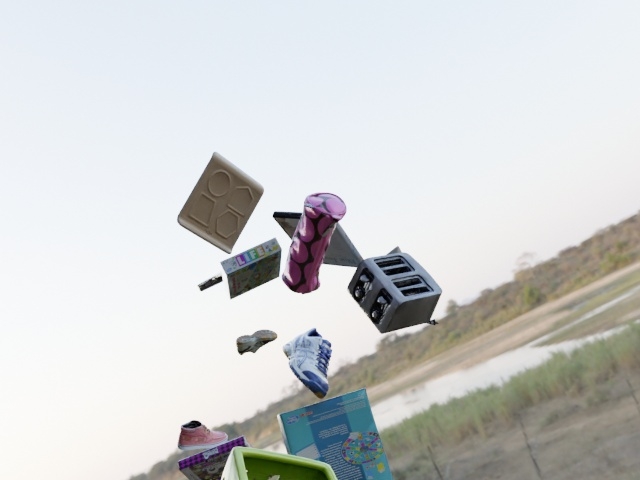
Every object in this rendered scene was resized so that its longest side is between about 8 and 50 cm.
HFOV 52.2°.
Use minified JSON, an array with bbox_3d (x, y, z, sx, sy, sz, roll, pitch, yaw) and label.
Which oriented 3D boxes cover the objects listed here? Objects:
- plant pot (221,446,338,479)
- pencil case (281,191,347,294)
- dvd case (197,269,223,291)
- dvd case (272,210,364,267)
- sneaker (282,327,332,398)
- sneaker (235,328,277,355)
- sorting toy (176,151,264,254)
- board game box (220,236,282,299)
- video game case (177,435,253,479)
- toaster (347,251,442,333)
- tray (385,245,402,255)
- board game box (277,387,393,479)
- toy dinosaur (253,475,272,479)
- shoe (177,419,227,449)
[{"bbox_3d":[-0.085,0.552,1.214,0.227,0.228,0.207,21,-74,-26],"label":"plant pot"},{"bbox_3d":[-0.015,0.011,1.296,0.095,0.098,0.209,-6,-52,-33],"label":"pencil case"},{"bbox_3d":[-0.269,0.087,2.036,0.179,0.030,0.238,-34,6,-34],"label":"dvd case"},{"bbox_3d":[0.000,0.000,1.761,0.180,0.022,0.253,4,-29,29],"label":"dvd case"},{"bbox_3d":[-0.021,0.340,1.894,0.131,0.112,0.296,-39,25,-2],"label":"sneaker"},{"bbox_3d":[-0.121,0.194,1.240,0.083,0.037,0.032,-9,28,-22],"label":"sneaker"},{"bbox_3d":[-0.254,-0.094,1.664,0.038,0.208,0.193,15,-15,45],"label":"sorting toy"},{"bbox_3d":[-0.121,0.052,1.147,0.103,0.026,0.154,-25,-16,-14],"label":"board game box"},{"bbox_3d":[-0.326,0.745,2.171,0.232,0.042,0.210,-21,-41,-1],"label":"video game case"},{"bbox_3d":[0.186,0.126,1.577,0.185,0.168,0.110,-7,-47,-33],"label":"toaster"},{"bbox_3d":[0.228,0.116,2.127,0.145,0.030,0.270,-37,-28,-1],"label":"tray"},{"bbox_3d":[0.048,0.606,1.787,0.253,0.336,0.079,-13,-15,-14],"label":"board game box"},{"bbox_3d":[-0.198,0.736,2.035,0.211,0.064,0.112,2,-41,-35],"label":"toy dinosaur"},{"bbox_3d":[-0.390,0.647,2.189,0.177,0.081,0.063,2,17,-31],"label":"shoe"}]
